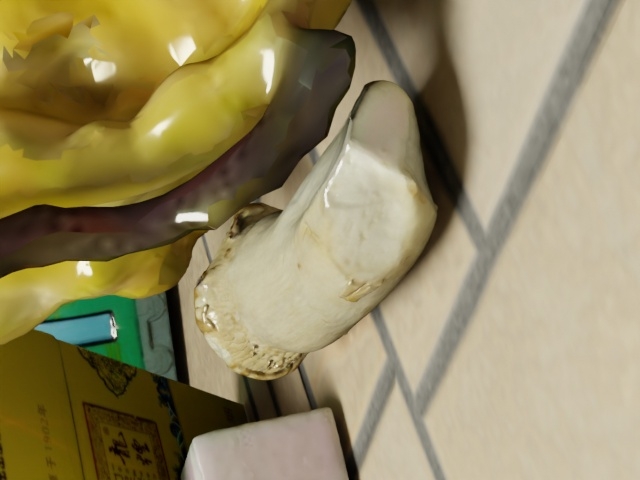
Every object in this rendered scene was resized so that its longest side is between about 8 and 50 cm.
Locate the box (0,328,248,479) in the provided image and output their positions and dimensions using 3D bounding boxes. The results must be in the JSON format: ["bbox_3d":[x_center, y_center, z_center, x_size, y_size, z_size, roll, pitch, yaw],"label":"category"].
[{"bbox_3d":[-0.115,0.147,0.642,0.279,0.041,0.153,34,-148,-55],"label":"box"}]

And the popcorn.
[{"bbox_3d":[-0.136,-0.100,0.457,0.382,0.349,0.349,31,131,41],"label":"popcorn"}]

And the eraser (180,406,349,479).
[{"bbox_3d":[-0.009,0.243,0.546,0.130,0.086,0.287,120,138,-65],"label":"eraser"}]

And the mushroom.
[{"bbox_3d":[0.000,0.000,0.441,0.084,0.071,0.209,-68,9,-24],"label":"mushroom"}]

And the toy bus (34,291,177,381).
[{"bbox_3d":[-0.233,0.177,1.054,0.183,0.199,0.343,-155,56,-69],"label":"toy bus"}]
